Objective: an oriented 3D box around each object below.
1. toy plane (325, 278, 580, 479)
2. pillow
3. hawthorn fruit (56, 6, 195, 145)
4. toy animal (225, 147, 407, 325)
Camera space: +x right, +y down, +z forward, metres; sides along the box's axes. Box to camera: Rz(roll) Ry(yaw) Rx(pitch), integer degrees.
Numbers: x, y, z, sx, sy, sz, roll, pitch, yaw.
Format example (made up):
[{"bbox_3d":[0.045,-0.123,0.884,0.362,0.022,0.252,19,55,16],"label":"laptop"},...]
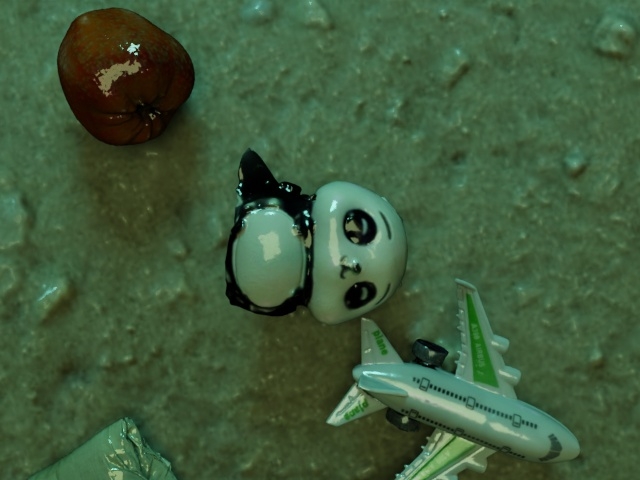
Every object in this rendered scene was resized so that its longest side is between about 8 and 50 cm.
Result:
[{"bbox_3d":[0.143,0.169,0.849,0.255,0.101,0.251,19,97,-3],"label":"toy plane"},{"bbox_3d":[-0.244,0.290,0.886,0.181,0.078,0.134,-34,86,6],"label":"pillow"},{"bbox_3d":[-0.208,-0.172,0.850,0.132,0.133,0.138,-37,65,3],"label":"hawthorn fruit"},{"bbox_3d":[0.000,0.000,0.836,0.179,0.138,0.166,7,108,8],"label":"toy animal"}]
